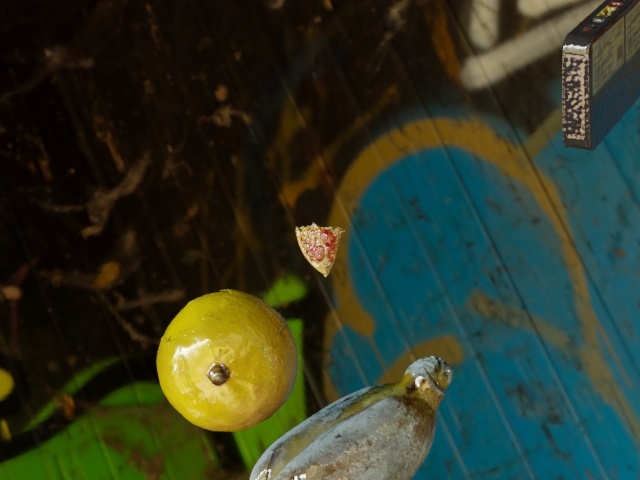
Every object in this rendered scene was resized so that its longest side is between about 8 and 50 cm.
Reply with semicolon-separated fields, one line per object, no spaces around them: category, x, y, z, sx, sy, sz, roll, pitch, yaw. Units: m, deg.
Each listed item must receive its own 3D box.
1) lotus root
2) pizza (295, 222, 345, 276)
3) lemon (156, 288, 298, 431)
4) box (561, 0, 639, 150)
lotus root;0.055;0.278;1.396;0.322;0.140;0.158;-33;17;-17
pizza;-0.012;0.004;1.980;0.029;0.099;0.100;-16;-49;-57
lemon;-0.183;0.237;2.124;0.297;0.297;0.297;-23;-12;-5
box;0.521;-0.321;1.913;0.058;0.211;0.350;12;35;33
